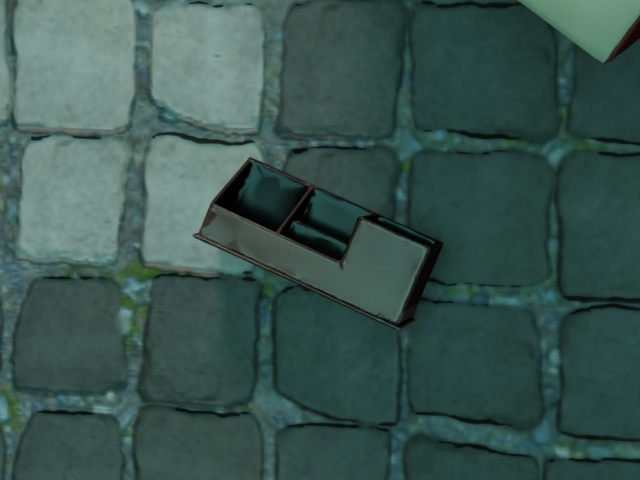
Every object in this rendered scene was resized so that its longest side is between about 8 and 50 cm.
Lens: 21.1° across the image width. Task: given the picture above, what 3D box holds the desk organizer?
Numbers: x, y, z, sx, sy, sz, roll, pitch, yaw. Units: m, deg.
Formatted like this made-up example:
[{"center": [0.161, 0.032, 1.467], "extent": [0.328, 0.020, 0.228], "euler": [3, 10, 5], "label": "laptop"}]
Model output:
[{"center": [0.000, 0.000, 0.982], "extent": [0.130, 0.047, 0.050], "euler": [24, 99, 12], "label": "desk organizer"}]

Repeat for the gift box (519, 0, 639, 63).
[{"center": [0.130, -0.275, 0.817], "extent": [0.258, 0.255, 0.276], "euler": [37, 109, 7], "label": "gift box"}]
